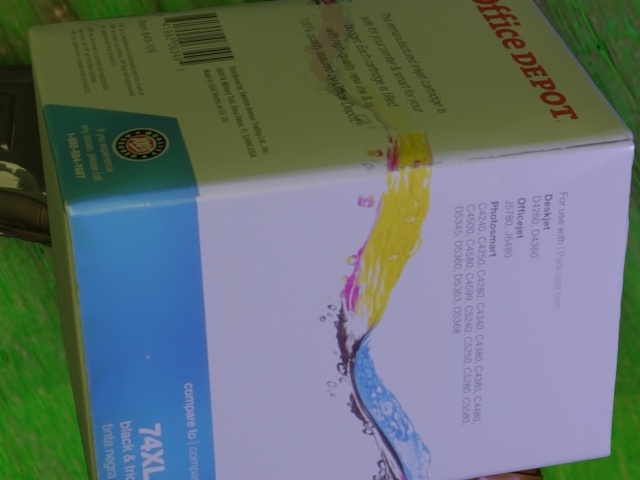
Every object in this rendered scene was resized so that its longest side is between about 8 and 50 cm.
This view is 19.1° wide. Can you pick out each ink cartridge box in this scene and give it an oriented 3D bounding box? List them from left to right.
[{"bbox_3d":[0.000,0.000,0.987,0.270,0.198,0.197,-7,122,-10],"label":"ink cartridge box"}]

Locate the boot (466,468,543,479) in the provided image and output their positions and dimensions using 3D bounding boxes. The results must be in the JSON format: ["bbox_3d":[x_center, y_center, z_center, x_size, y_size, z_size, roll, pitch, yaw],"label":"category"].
[{"bbox_3d":[0.039,0.116,1.138,0.197,0.073,0.152,-1,102,8],"label":"boot"}]

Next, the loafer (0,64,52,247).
[{"bbox_3d":[-0.164,-0.048,1.134,0.302,0.095,0.109,12,72,-7],"label":"loafer"}]
